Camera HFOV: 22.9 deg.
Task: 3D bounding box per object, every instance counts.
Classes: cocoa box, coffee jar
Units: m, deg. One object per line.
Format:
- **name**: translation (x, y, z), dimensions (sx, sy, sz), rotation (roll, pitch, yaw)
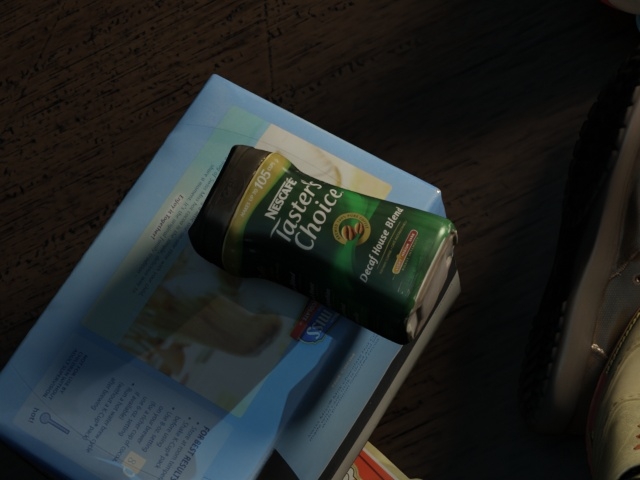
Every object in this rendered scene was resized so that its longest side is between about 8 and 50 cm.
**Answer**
- **cocoa box**: translation (-0.070, 0.088, 1.303), dimensions (0.231, 0.228, 0.347), rotation (28, 75, 19)
- **coffee jar**: translation (0.000, 0.000, 1.160), dimensions (0.184, 0.079, 0.096), rotation (21, 72, 14)

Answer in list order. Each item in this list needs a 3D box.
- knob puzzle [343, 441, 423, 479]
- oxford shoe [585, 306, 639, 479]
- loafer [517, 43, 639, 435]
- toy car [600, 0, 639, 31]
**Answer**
- **knob puzzle**: translation (0.023, 0.275, 1.350), dimensions (0.213, 0.030, 0.213), rotation (-4, 72, 12)
- **oxford shoe**: translation (0.255, 0.167, 1.147), dimensions (0.123, 0.130, 0.348), rotation (12, 57, 6)
- **loafer**: translation (0.273, -0.002, 1.339), dimensions (0.130, 0.134, 0.365), rotation (17, 88, -7)
- **toy car**: translation (0.268, -0.320, 1.413), dimensions (0.210, 0.219, 0.238), rotation (-47, 40, -3)
